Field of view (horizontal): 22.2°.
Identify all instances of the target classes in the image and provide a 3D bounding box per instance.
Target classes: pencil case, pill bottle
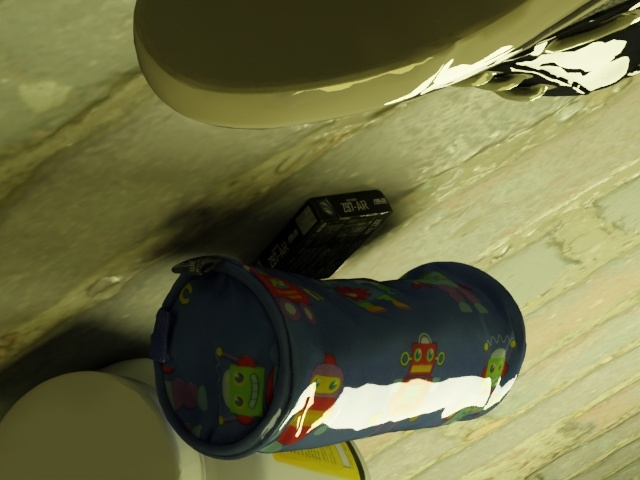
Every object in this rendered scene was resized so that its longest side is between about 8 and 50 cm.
[{"bbox_3d":[0.013,0.071,1.080,0.306,0.133,0.119,2,108,-54],"label":"pencil case"},{"bbox_3d":[-0.096,0.185,1.166,0.188,0.188,0.334,-33,159,10],"label":"pill bottle"}]

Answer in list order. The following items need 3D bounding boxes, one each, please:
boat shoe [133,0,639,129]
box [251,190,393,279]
[{"bbox_3d":[0.075,-0.108,0.777,0.340,0.127,0.158,-24,151,-15],"label":"boat shoe"},{"bbox_3d":[0.000,0.000,1.094,0.067,0.018,0.083,-9,152,-42],"label":"box"}]
